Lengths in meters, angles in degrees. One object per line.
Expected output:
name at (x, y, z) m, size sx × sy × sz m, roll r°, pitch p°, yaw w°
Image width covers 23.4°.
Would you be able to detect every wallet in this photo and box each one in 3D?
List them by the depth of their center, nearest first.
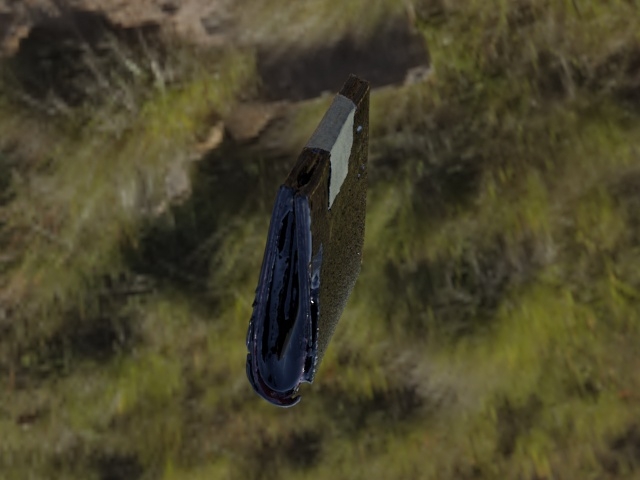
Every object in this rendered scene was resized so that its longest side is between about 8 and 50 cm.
wallet at (0.000, 0.000, 1.498) m, size 0.071 × 0.221 × 0.262 m, roll 15°, pitch 127°, yaw 13°
